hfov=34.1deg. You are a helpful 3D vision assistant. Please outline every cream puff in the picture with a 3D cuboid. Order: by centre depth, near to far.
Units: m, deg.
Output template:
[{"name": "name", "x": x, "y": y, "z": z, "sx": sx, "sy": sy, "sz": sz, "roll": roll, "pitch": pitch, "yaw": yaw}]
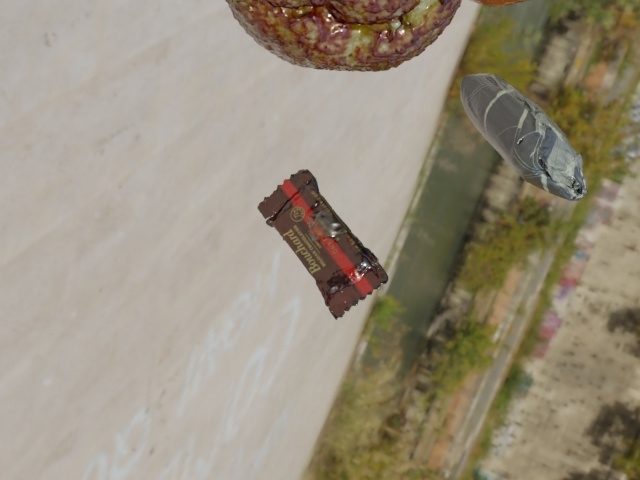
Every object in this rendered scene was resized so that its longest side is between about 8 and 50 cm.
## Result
[{"name": "cream puff", "x": 0.013, "y": -0.146, "z": 0.565, "sx": 0.149, "sy": 0.149, "sz": 0.084, "roll": 90, "pitch": 4, "yaw": -59}]

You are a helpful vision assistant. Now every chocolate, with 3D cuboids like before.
[{"name": "chocolate", "x": 0.000, "y": 0.000, "z": 1.213, "sx": 0.086, "sy": 0.182, "sz": 0.028, "roll": -37, "pitch": 161, "yaw": 6}]

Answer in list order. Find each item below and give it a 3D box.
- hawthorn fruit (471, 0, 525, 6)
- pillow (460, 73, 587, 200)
[{"name": "hawthorn fruit", "x": 0.121, "y": -0.214, "z": 0.693, "sx": 0.128, "sy": 0.128, "sz": 0.128, "roll": -60, "pitch": 165, "yaw": -27}, {"name": "pillow", "x": 0.308, "y": -0.171, "z": 1.619, "sx": 0.092, "sy": 0.161, "sz": 0.335, "roll": -44, "pitch": -148, "yaw": 12}]
